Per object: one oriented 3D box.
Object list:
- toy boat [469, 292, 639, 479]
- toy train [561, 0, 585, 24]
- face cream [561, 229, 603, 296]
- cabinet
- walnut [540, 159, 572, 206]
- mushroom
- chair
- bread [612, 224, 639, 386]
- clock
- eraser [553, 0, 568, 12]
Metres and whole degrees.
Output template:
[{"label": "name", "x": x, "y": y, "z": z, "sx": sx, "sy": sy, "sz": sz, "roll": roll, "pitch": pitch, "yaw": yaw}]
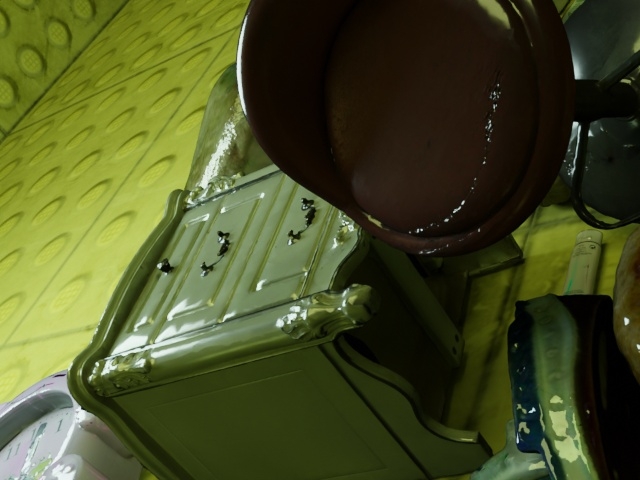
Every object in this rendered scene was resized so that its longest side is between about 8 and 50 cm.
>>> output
[{"label": "toy boat", "x": 0.168, "y": 0.130, "z": 0.698, "sx": 0.115, "sy": 0.114, "sz": 0.262, "roll": -27, "pitch": 28, "yaw": 31}, {"label": "toy train", "x": 0.398, "y": -0.240, "z": 1.017, "sx": 0.409, "sy": 0.089, "sz": 0.086, "roll": 2, "pitch": 53, "yaw": 51}, {"label": "face cream", "x": 0.236, "y": 0.036, "z": 0.860, "sx": 0.038, "sy": 0.020, "sz": 0.115, "roll": -14, "pitch": 37, "yaw": 38}, {"label": "cabinet", "x": -0.009, "y": 0.066, "z": 0.886, "sx": 0.318, "sy": 0.227, "sz": 0.290, "roll": -20, "pitch": 32, "yaw": 32}, {"label": "walnut", "x": 0.234, "y": -0.078, "z": 0.974, "sx": 0.092, "sy": 0.092, "sz": 0.092, "roll": -29, "pitch": 28, "yaw": 18}, {"label": "mushroom", "x": -0.128, "y": -0.125, "z": 1.374, "sx": 0.217, "sy": 0.212, "sz": 0.292, "roll": -30, "pitch": 34, "yaw": 0}, {"label": "chair", "x": 0.151, "y": -0.106, "z": 0.714, "sx": 0.401, "sy": 0.227, "sz": 0.226, "roll": -7, "pitch": 1, "yaw": -43}, {"label": "bread", "x": 0.313, "y": 0.046, "z": 0.641, "sx": 0.230, "sy": 0.123, "sz": 0.230, "roll": -28, "pitch": 32, "yaw": 19}, {"label": "clock", "x": -0.326, "y": 0.275, "z": 1.080, "sx": 0.295, "sy": 0.113, "sz": 0.322, "roll": -29, "pitch": 27, "yaw": 18}, {"label": "eraser", "x": 0.270, "y": -0.360, "z": 1.390, "sx": 0.225, "sy": 0.052, "sz": 0.095, "roll": 2, "pitch": 50, "yaw": 51}]
